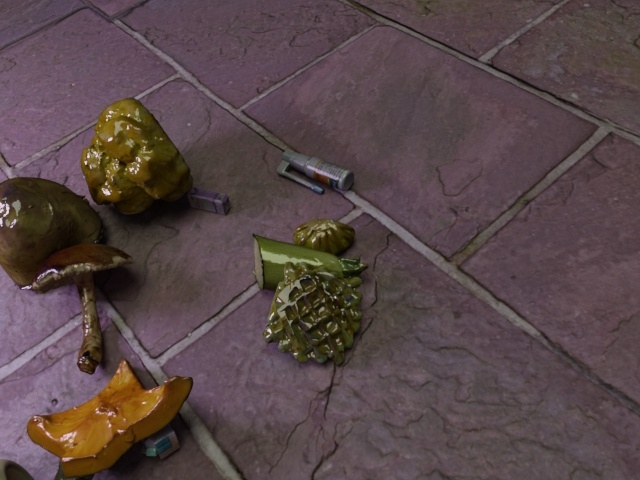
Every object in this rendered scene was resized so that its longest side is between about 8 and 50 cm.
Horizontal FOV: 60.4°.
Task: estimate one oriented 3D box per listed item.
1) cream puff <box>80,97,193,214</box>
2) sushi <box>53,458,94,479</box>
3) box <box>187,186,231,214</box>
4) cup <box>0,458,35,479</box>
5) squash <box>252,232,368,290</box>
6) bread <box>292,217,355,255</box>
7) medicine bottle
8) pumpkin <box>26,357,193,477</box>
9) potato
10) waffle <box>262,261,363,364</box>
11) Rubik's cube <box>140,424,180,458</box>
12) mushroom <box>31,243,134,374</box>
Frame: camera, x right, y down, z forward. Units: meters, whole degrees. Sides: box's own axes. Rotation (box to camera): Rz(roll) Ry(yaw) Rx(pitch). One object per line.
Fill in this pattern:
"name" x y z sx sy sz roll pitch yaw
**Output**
"cream puff" -0.518 -0.201 1.479 0.257 0.291 0.324 -40 45 -12
"sushi" -0.465 0.548 1.022 0.109 0.134 0.273 -46 63 9
"box" -0.310 -0.110 1.528 0.117 0.050 0.036 12 49 19
"cup" -0.617 0.548 0.993 0.202 0.173 0.255 -35 45 -15
"squash" -0.036 0.077 1.310 0.288 0.137 0.137 12 56 8
"bread" 0.000 0.000 1.384 0.157 0.083 0.094 11 68 16
"medicine bottle" -0.020 -0.189 1.540 0.221 0.061 0.092 25 80 26
"pumpkin" -0.418 0.349 1.102 0.290 0.095 0.258 2 32 47
"potato" -0.748 -0.061 1.421 0.289 0.237 0.301 26 63 36
"waffle" -0.009 0.162 1.221 0.204 0.054 0.223 17 76 -1
"Rubik's cube" -0.339 0.404 1.125 0.073 0.075 0.084 -30 28 -28
"mushroom" -0.590 0.148 1.329 0.208 0.233 0.301 15 78 -9
